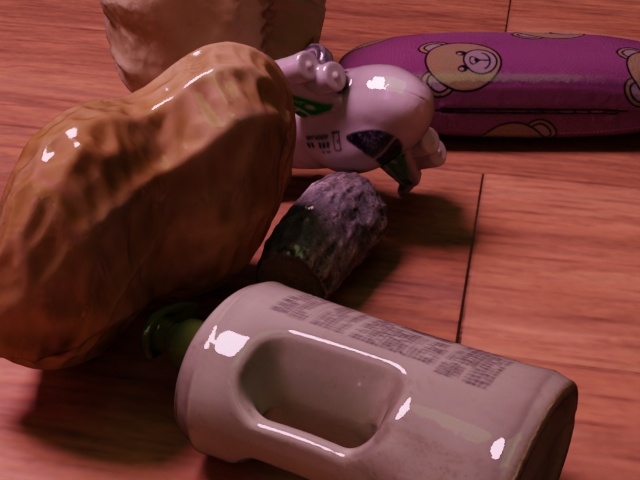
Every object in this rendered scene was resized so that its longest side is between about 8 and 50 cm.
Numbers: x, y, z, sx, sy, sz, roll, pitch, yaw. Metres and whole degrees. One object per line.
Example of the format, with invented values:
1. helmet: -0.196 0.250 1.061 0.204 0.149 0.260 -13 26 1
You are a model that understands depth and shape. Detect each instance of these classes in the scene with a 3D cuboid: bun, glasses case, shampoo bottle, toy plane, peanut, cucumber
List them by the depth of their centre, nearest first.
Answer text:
1. shampoo bottle: 0.005 0.082 0.570 0.234 0.087 0.118 17 34 25
2. peanut: -0.105 -0.014 0.644 0.233 0.196 0.110 -29 66 -34
3. cucumber: 0.001 -0.001 0.735 0.064 0.064 0.112 14 33 21
4. toy plane: 0.012 -0.081 0.801 0.174 0.174 0.080 8 68 12
5. bun: -0.098 -0.219 0.920 0.160 0.259 0.259 7 31 16
6. glasses case: 0.173 -0.137 0.955 0.316 0.075 0.123 1 30 -1
